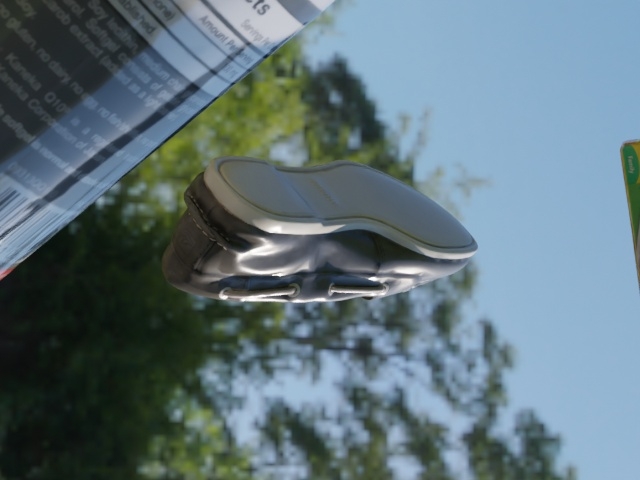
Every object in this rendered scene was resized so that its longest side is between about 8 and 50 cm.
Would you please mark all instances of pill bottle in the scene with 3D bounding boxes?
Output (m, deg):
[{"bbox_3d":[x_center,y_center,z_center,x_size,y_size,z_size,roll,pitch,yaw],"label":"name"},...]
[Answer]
[{"bbox_3d":[-0.113,-0.153,0.826,0.363,0.210,0.210,-39,-151,7],"label":"pill bottle"}]

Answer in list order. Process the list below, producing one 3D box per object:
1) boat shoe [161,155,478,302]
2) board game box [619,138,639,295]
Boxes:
[{"bbox_3d":[0.000,0.000,1.356,0.095,0.335,0.112,-52,-122,22],"label":"boat shoe"},{"bbox_3d":[0.271,0.000,0.745,0.039,0.259,0.124,-36,118,-79],"label":"board game box"}]
